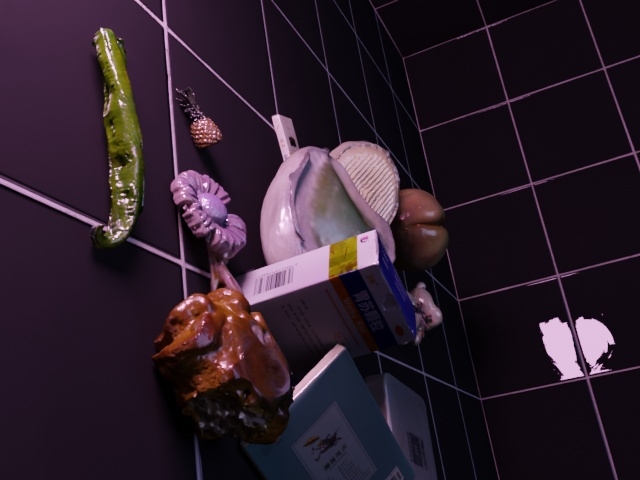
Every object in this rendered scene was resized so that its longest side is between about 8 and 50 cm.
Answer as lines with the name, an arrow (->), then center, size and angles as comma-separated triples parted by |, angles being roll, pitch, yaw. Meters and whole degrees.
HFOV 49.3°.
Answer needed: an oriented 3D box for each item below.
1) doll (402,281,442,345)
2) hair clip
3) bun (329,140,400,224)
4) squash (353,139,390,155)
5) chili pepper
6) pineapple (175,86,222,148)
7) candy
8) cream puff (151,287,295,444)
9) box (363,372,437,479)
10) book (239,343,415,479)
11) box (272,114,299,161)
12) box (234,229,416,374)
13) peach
doll -> 0.319, 0.259, 2.344 | 0.278, 0.149, 0.175 | -28, 134, -58
hair clip -> -0.183, 0.013, 1.237 | 0.173, 0.069, 0.300 | 14, 61, -68
bun -> 0.091, -0.137, 1.958 | 0.287, 0.146, 0.287 | 3, 85, -36
squash -> 0.138, -0.208, 2.149 | 0.218, 0.172, 0.218 | -10, 90, -81
chili pepper -> -0.306, -0.155, 1.048 | 0.085, 0.076, 0.359 | 93, -11, -68
pineapple -> -0.233, -0.239, 1.333 | 0.058, 0.058, 0.124 | -45, 116, -69
candy -> 0.000, 0.000, 1.573 | 0.386, 0.186, 0.427 | 56, 28, -11
cream puff -> -0.139, 0.199, 1.075 | 0.269, 0.154, 0.241 | 68, 19, -8
box -> 0.220, 0.569, 1.861 | 0.373, 0.090, 0.367 | 46, 34, -54
book -> 0.030, 0.414, 1.313 | 0.264, 0.031, 0.379 | -41, 120, -25
box -> -0.079, -0.239, 1.804 | 0.090, 0.024, 0.167 | -3, 77, -71
box -> 0.005, 0.127, 1.307 | 0.106, 0.299, 0.200 | -85, 151, -53
peach -> 0.309, -0.035, 2.397 | 0.292, 0.247, 0.292 | 1, 88, -46
